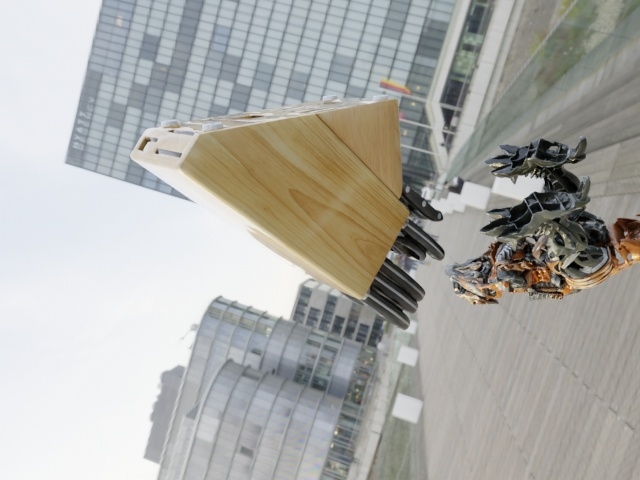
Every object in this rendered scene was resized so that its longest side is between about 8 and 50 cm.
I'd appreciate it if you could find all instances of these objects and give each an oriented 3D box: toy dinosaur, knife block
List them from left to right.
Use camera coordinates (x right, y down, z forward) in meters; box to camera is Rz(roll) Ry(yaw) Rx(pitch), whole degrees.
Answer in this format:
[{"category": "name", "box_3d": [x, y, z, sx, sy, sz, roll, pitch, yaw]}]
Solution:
[{"category": "knife block", "box_3d": [0.000, 0.000, 0.446, 0.275, 0.088, 0.242, -20, -66, -36]}, {"category": "toy dinosaur", "box_3d": [0.306, -0.010, 0.632, 0.322, 0.218, 0.164, -33, 29, 18]}]
